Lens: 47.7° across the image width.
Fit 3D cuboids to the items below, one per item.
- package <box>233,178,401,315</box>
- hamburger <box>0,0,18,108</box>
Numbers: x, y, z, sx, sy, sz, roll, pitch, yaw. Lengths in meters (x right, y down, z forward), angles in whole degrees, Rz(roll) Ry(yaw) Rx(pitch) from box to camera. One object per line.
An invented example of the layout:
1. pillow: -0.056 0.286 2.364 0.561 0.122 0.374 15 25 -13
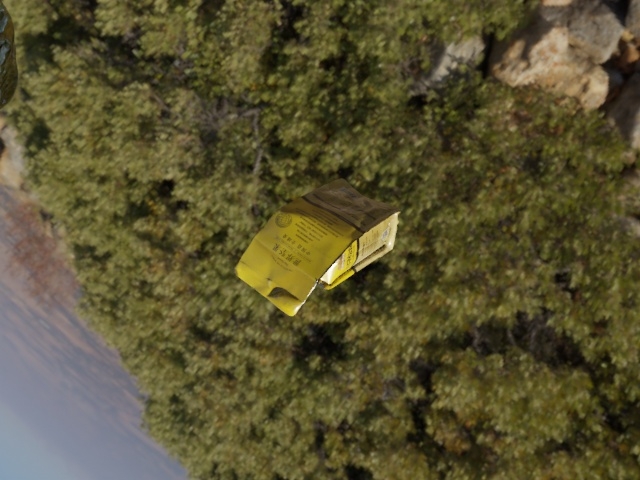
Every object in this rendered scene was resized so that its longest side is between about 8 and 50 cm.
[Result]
1. package: 0.000 0.000 0.584 0.071 0.131 0.047 36 135 27
2. hamburger: -0.399 -0.192 0.712 0.189 0.122 0.215 41 142 -6
